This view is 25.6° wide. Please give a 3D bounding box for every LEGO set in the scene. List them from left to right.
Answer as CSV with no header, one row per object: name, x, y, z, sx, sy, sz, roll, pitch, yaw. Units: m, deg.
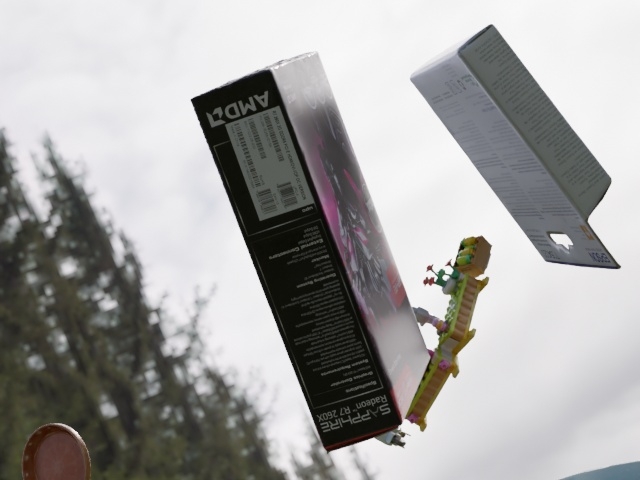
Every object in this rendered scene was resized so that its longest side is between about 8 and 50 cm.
LEGO set,0.117,0.110,1.711,0.287,0.107,0.132,-65,7,-3

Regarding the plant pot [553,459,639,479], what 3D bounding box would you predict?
plant pot,0.132,0.255,0.444,0.293,0.293,0.235,-40,15,28

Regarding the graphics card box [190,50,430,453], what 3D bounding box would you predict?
graphics card box,0.000,0.000,1.432,0.094,0.370,0.233,-20,7,15

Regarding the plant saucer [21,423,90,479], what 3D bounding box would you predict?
plant saucer,-0.249,0.215,1.337,0.083,0.083,0.013,-39,-22,25

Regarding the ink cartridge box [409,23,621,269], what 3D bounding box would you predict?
ink cartridge box,0.261,-0.115,1.822,0.071,0.330,0.324,-39,6,-5
